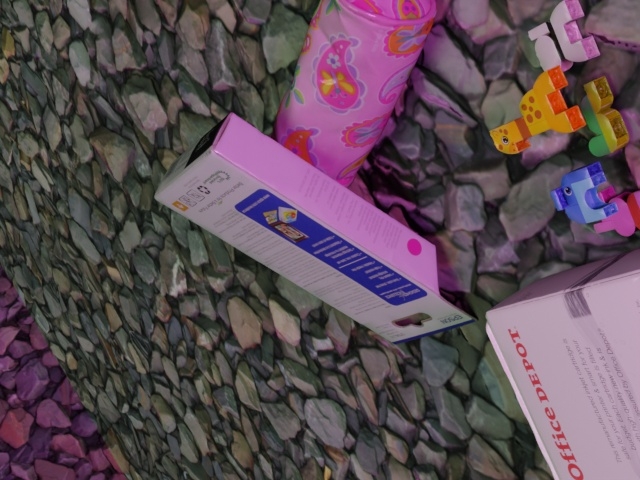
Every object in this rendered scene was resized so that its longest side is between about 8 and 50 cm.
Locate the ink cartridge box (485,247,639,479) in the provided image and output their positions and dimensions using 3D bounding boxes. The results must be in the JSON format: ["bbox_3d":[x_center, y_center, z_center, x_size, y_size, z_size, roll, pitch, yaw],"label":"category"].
[{"bbox_3d":[0.307,0.108,0.846,0.283,0.117,0.207,-24,91,56],"label":"ink cartridge box"}]

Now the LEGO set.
[{"bbox_3d":[0.216,-0.090,0.876,0.093,0.087,0.227,-20,93,56],"label":"LEGO set"}]

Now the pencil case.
[{"bbox_3d":[0.027,-0.177,1.056,0.124,0.124,0.284,50,143,22],"label":"pencil case"}]

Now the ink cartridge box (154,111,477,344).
[{"bbox_3d":[0.000,0.000,1.135,0.371,0.069,0.176,34,151,-18],"label":"ink cartridge box"}]
